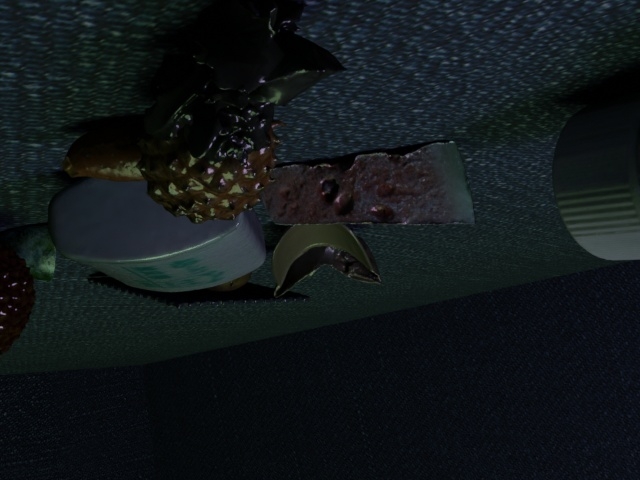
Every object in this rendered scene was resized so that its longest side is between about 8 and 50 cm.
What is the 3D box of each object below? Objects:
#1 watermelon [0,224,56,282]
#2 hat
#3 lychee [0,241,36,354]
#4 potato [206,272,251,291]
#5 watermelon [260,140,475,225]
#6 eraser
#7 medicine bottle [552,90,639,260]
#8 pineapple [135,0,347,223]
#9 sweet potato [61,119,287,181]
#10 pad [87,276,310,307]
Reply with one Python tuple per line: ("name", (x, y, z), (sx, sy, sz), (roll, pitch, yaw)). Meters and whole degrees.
("watermelon", (-0.349, 0.004, 1.120), (0.085, 0.085, 0.061), (-14, -161, 24))
("hat", (0.000, 0.000, 1.376), (0.166, 0.144, 0.173), (-8, 126, 2))
("lychee", (-0.410, 0.068, 1.022), (0.188, 0.188, 0.188), (-9, 170, -2))
("potato", (-0.150, 0.044, 1.412), (0.092, 0.070, 0.138), (-8, 170, -2))
("watermelon", (0.037, -0.053, 1.050), (0.241, 0.094, 0.154), (-5, 179, -18))
("eraser", (-0.165, -0.009, 1.021), (0.189, 0.104, 0.290), (-13, 171, 0))
("medicine bottle", (0.406, -0.079, 0.812), (0.242, 0.242, 0.395), (-3, -179, -30))
("pineapple", (-0.066, -0.093, 0.650), (0.111, 0.119, 0.237), (37, 158, -2))
("sweet potato", (-0.124, -0.083, 0.786), (0.195, 0.056, 0.056), (-13, 170, -3))
("pad", (-0.196, 0.078, 1.483), (0.270, 0.012, 0.269), (8, -175, 44))
